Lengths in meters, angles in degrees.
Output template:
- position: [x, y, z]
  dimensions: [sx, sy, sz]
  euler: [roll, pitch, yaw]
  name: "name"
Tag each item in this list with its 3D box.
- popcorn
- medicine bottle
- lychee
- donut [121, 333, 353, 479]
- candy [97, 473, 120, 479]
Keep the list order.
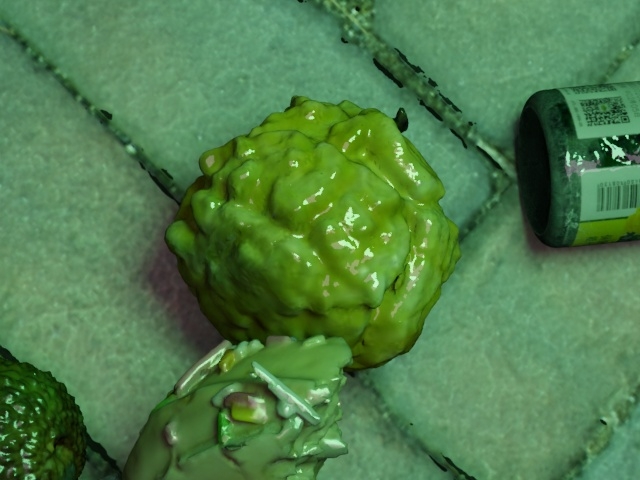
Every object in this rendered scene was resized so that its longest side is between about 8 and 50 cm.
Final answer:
- position: [-0.001, -0.007, 1.255]
  dimensions: [0.249, 0.249, 0.225]
  euler: [32, 49, -2]
  name: "popcorn"
- position: [0.330, -0.075, 1.333]
  dimensions: [0.293, 0.141, 0.141]
  euler: [-6, 87, -5]
  name: "medicine bottle"
- position: [-0.280, 0.171, 1.259]
  dimensions: [0.171, 0.171, 0.171]
  euler: [0, 86, -5]
  name: "lychee"
- position: [0.006, 0.238, 1.220]
  dimensions: [0.371, 0.307, 0.150]
  euler: [43, 41, -17]
  name: "donut"
- position: [-0.180, 0.291, 1.313]
  dimensions: [0.053, 0.046, 0.182]
  euler: [-8, 92, -9]
  name: "candy"
